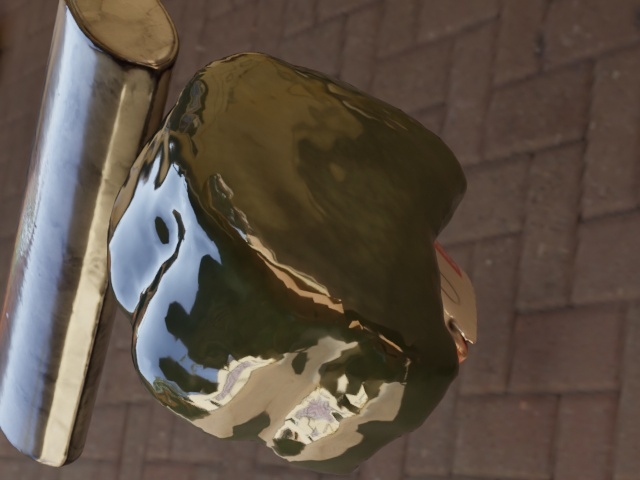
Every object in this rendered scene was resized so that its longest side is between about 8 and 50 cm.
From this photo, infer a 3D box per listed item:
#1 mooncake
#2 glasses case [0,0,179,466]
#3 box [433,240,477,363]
[{"bbox_3d":[-0.004,0.009,0.628,0.168,0.175,0.104,43,126,18],"label":"mooncake"},{"bbox_3d":[-0.146,-0.007,0.913,0.114,0.060,0.299,-118,36,-45],"label":"glasses case"},{"bbox_3d":[0.000,0.000,0.871,0.099,0.182,0.133,-39,9,15],"label":"box"}]
